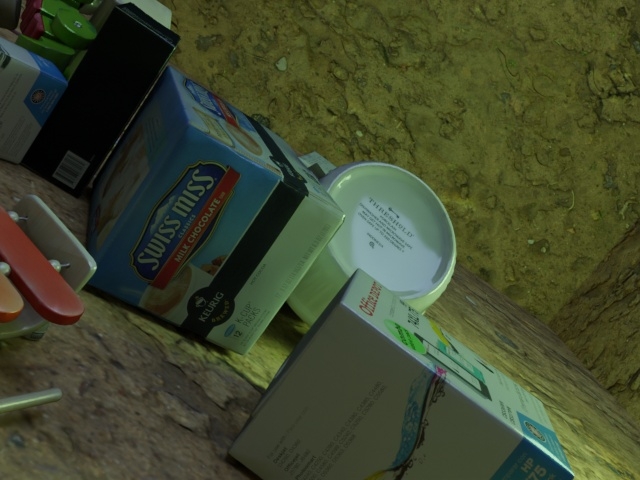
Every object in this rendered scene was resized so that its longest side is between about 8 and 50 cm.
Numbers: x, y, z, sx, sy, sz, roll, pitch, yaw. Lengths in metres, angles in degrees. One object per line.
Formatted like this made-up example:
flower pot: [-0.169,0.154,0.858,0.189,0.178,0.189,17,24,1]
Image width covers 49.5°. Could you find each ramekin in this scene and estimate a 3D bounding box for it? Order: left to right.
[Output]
ramekin: [0.072,0.008,1.011,0.273,0.272,0.127,35,-31,-6]

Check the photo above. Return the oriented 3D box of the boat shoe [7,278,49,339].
boat shoe: [-0.288,0.049,0.657,0.100,0.035,0.035,42,13,24]

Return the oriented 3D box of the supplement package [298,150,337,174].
supplement package: [-0.031,-0.049,1.367,0.145,0.204,0.262,37,12,0]

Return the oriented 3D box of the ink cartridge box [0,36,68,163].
ink cartridge box: [-0.454,-0.201,0.899,0.191,0.139,0.082,23,19,-48]

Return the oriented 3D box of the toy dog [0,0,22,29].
toy dog: [-0.556,-0.310,1.043,0.220,0.160,0.333,13,24,1]

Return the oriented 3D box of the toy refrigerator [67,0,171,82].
toy refrigerator: [-0.375,-0.310,1.200,0.102,0.269,0.094,28,37,-32]

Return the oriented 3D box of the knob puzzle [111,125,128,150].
knob puzzle: [-0.409,-0.221,1.382,0.213,0.030,0.213,34,12,-8]

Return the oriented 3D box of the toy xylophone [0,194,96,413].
toy xylophone: [-0.307,0.033,0.513,0.236,0.081,0.323,40,17,15]

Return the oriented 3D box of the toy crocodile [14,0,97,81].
toy crocodile: [-0.429,-0.353,1.108,0.105,0.115,0.340,25,35,-36]

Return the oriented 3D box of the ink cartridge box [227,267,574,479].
ink cartridge box: [0.082,0.197,0.741,0.270,0.197,0.198,36,11,2]

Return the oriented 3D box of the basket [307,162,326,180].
basket: [0.000,0.000,1.156,0.226,0.154,0.204,57,-31,-4]

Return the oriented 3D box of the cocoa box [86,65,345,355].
cocoa box: [-0.162,-0.058,0.949,0.228,0.231,0.347,31,13,-26]

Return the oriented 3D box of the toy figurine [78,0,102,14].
toy figurine: [-0.497,-0.431,1.516,0.213,0.209,0.148,37,17,7]

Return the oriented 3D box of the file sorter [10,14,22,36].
file sorter: [-0.561,-0.481,1.335,0.182,0.290,0.202,31,13,-38]

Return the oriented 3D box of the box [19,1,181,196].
box: [-0.322,-0.217,1.041,0.103,0.261,0.184,33,12,-16]
